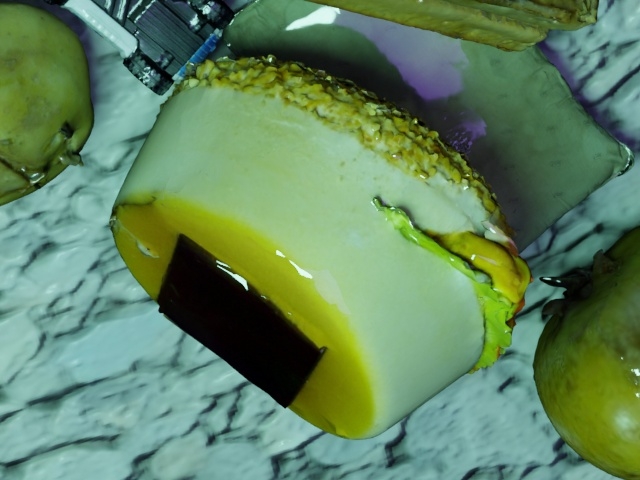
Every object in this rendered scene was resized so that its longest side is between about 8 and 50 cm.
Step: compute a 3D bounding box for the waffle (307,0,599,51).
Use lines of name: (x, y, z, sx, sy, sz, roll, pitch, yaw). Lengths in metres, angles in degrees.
waffle: (0.050, -0.254, 1.132, 0.308, 0.091, 0.213, 11, 78, -35)

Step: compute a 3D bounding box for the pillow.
pillow: (0.087, -0.102, 1.291, 0.185, 0.075, 0.302, -39, 113, 5)

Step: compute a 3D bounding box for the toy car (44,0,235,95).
toy car: (-0.144, -0.180, 1.198, 0.171, 0.070, 0.080, 39, 97, -27)

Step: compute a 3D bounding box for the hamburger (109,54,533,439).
hamburger: (0.000, 0.000, 1.200, 0.294, 0.276, 0.179, 36, 66, 7)

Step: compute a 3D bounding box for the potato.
potato: (-0.299, -0.075, 1.157, 0.300, 0.140, 0.173, -11, 152, -10)

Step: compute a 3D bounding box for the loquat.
loquat: (0.266, 0.087, 1.349, 0.213, 0.213, 0.213, -5, 112, -13)
